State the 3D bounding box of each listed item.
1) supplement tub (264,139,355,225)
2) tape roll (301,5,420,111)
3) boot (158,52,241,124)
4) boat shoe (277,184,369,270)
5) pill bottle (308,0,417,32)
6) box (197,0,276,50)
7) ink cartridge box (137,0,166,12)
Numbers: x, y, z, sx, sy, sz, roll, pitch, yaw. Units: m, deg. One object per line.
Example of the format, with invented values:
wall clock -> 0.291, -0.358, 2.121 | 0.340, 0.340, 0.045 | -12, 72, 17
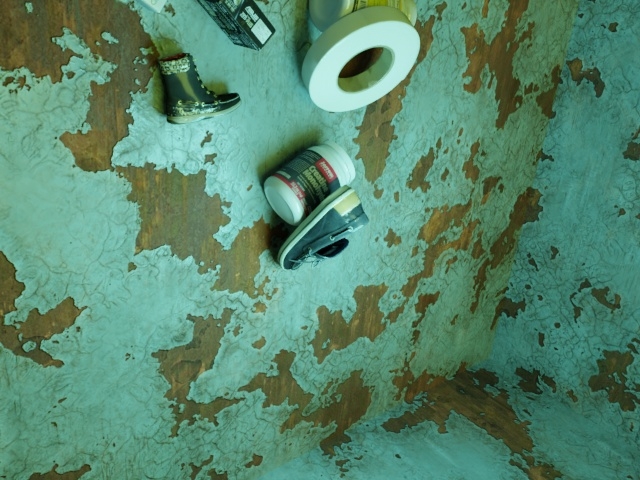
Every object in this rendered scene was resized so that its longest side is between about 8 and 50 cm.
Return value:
supplement tub -> -0.036, -0.195, 1.918 | 0.272, 0.191, 0.191 | -39, 133, -19
tape roll -> 0.129, -0.564, 1.809 | 0.391, 0.072, 0.392 | -22, 158, -9
boot -> -0.335, -0.436, 1.600 | 0.236, 0.085, 0.179 | -24, 124, -30
boat shoe -> 0.000, 0.000, 1.912 | 0.186, 0.156, 0.500 | -39, 176, -38
pill bottle -> 0.143, -0.730, 1.798 | 0.333, 0.187, 0.188 | -6, 116, -40
box -> -0.231, -0.616, 1.552 | 0.078, 0.147, 0.180 | -53, 135, -6
ink cartridge box -> -0.481, -0.709, 1.338 | 0.332, 0.065, 0.166 | 32, 89, -48
